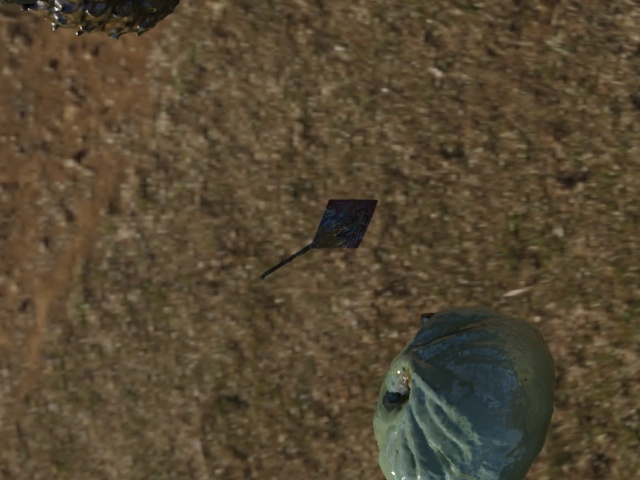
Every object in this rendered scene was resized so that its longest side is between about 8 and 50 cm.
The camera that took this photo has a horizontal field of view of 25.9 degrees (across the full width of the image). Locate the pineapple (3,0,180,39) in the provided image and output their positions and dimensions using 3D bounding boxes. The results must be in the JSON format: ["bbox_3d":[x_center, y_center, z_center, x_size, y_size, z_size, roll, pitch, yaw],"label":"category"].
[{"bbox_3d":[-0.174,-0.178,0.857,0.108,0.197,0.108,7,100,42],"label":"pineapple"}]

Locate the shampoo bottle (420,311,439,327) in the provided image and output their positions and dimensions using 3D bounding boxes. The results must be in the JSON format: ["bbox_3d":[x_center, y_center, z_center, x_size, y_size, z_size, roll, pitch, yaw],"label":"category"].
[{"bbox_3d":[0.146,0.207,1.585,0.078,0.127,0.257,-6,86,34],"label":"shampoo bottle"}]

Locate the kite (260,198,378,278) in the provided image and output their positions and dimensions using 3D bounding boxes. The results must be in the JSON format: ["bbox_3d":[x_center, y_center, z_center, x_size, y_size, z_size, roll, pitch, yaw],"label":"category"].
[{"bbox_3d":[0.000,-0.005,0.813,0.002,0.078,0.044,51,151,43],"label":"kite"}]

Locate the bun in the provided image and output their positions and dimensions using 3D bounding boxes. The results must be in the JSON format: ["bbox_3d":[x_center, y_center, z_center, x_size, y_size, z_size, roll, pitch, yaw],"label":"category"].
[{"bbox_3d":[0.112,0.140,1.196,0.118,0.195,0.195,24,112,-14],"label":"bun"}]
